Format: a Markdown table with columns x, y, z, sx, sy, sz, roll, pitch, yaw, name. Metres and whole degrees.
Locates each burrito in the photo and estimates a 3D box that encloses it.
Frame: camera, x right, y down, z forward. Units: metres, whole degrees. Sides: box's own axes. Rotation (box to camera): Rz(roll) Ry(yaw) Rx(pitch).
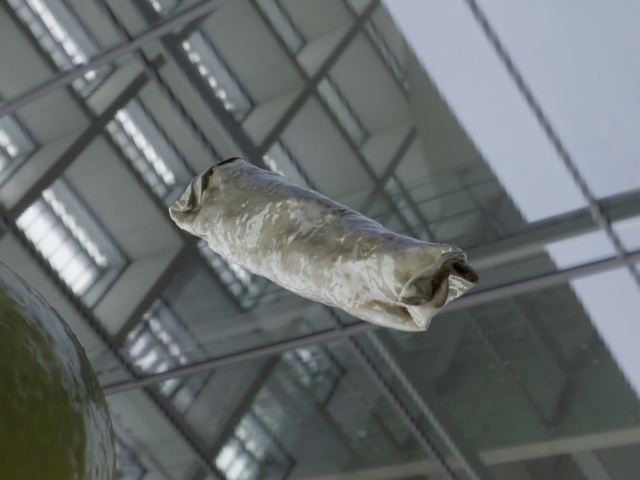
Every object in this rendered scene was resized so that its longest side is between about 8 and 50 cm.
| x | y | z | sx | sy | sz | roll | pitch | yaw | name |
| --- | --- | --- | --- | --- | --- | --- | --- | --- | --- |
| 0.000 | 0.000 | 0.827 | 0.082 | 0.275 | 0.059 | -39 | -55 | -24 | burrito |

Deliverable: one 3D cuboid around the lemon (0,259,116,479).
| x | y | z | sx | sy | sz | roll | pitch | yaw | name |
| --- | --- | --- | --- | --- | --- | --- | --- | --- | --- |
| -0.154 | 0.067 | 0.362 | 0.248 | 0.184 | 0.184 | 15 | -115 | -57 | lemon |
